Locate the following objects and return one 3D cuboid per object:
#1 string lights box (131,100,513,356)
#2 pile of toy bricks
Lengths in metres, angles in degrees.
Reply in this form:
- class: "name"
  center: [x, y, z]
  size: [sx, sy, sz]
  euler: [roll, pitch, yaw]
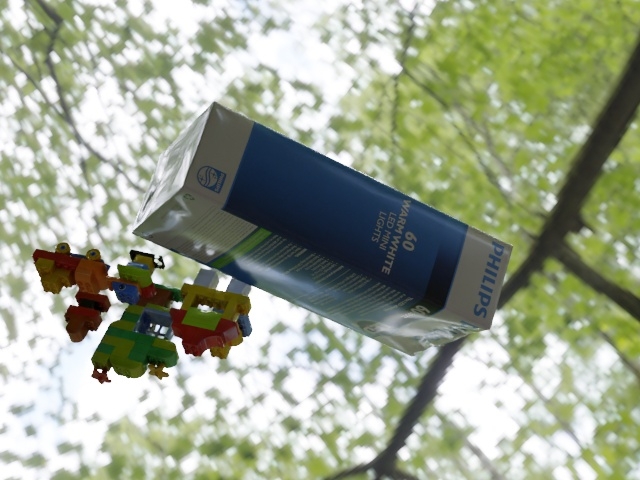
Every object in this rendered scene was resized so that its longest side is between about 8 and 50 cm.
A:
- class: "string lights box"
  center: [0.000, 0.000, 1.054]
  size: [0.259, 0.133, 0.077]
  euler: [25, -113, -17]
- class: "pile of toy bricks"
  center: [-0.164, 0.082, 1.205]
  size: [0.118, 0.212, 0.105]
  euler: [79, -152, -48]
